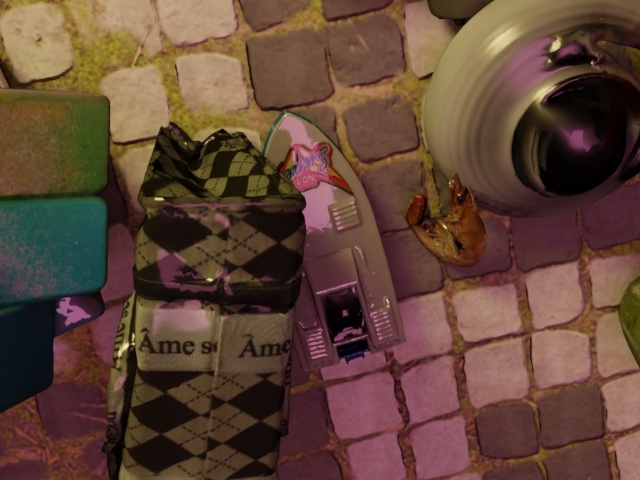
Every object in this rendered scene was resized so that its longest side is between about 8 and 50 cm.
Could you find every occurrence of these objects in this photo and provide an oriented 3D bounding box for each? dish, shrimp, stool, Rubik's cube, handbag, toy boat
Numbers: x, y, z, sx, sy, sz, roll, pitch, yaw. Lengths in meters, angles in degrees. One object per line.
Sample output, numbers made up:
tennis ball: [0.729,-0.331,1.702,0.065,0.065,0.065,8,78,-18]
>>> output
dish: [0.254,-0.114,0.947,0.274,0.133,0.273,-7,128,-9]
shrimp: [0.135,-0.028,1.015,0.045,0.095,0.162,-44,147,-19]
stool: [0.147,-0.278,0.943,0.096,0.096,0.110,-9,115,-4]
Rubik's cube: [-0.366,-0.016,0.839,0.368,0.358,0.387,36,89,-20]
handbag: [-0.124,0.101,0.929,0.180,0.316,0.415,2,112,-14]
toy boat: [0.000,0.000,1.017,0.129,0.088,0.295,-16,110,-2]

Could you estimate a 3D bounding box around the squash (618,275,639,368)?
squash: [0.428,0.097,1.083,0.170,0.123,0.170,-2,108,-6]
